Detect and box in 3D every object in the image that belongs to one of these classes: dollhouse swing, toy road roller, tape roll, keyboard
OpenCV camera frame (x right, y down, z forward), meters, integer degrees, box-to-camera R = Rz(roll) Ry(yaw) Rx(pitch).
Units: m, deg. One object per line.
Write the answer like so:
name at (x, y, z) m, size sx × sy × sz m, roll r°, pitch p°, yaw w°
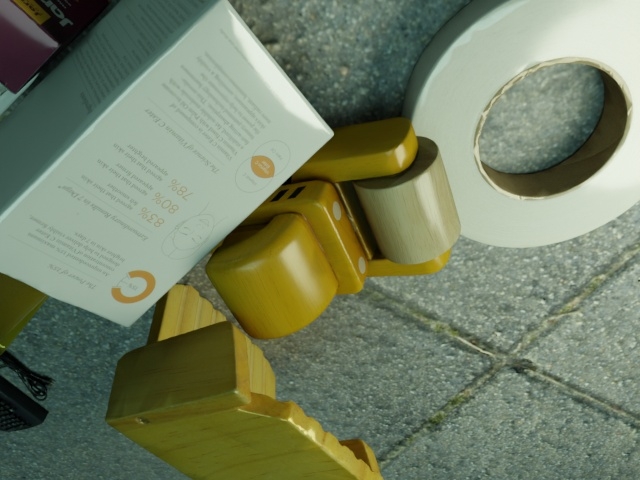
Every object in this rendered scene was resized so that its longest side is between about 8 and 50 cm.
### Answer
dollhouse swing at (-0.083, 0.209, 0.838) m, size 0.315 × 0.305 × 0.347 m, roll -21°, pitch 125°, yaw 29°
toy road roller at (0.000, 0.000, 0.727) m, size 0.330 × 0.240 × 0.202 m, roll -6°, pitch 130°, yaw 27°
tape roll at (0.306, -0.162, 0.761) m, size 0.392 × 0.072 × 0.392 m, roll -1°, pitch 127°, yaw -1°
keyboard at (-0.650, 0.263, 1.057) m, size 0.202 × 0.033 × 0.317 m, roll -24°, pitch 125°, yaw 14°

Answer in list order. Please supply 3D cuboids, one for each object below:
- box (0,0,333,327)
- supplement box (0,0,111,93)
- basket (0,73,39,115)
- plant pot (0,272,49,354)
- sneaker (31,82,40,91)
box at (-0.196, -0.101, 0.630) m, size 0.345 × 0.168 × 0.215 m, roll -43°, pitch 138°, yaw 4°
supplement box at (-0.312, -0.250, 0.592) m, size 0.081 × 0.188 × 0.104 m, roll -34°, pitch 121°, yaw 20°
basket at (-0.410, -0.243, 0.646) m, size 0.113 × 0.103 × 0.167 m, roll -34°, pitch 120°, yaw 21°
plant pot at (-0.591, 0.126, 0.863) m, size 0.187 × 0.212 × 0.212 m, roll 42°, pitch 116°, yaw -12°
sneaker at (-0.386, -0.065, 0.764) m, size 0.111 × 0.129 × 0.297 m, roll 11°, pitch 126°, yaw -12°
